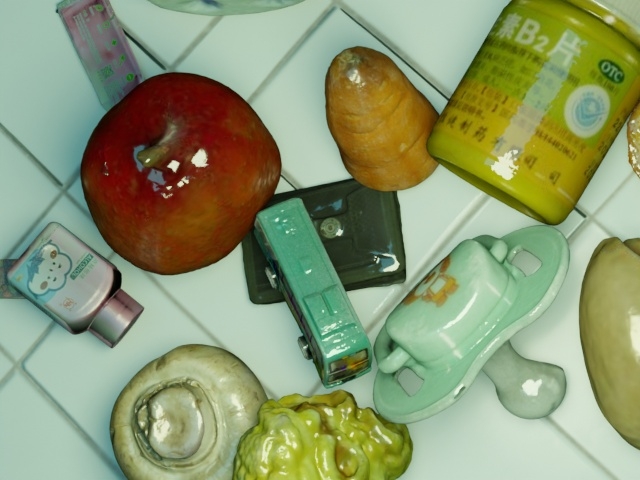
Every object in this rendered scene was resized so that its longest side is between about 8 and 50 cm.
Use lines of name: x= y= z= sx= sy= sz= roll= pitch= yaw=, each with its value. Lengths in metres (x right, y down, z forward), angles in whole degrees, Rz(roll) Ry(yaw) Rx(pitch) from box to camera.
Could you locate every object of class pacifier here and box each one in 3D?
pacifier: x=0.227 y=0.139 z=1.803 sx=0.343 sy=0.288 sz=0.269 roll=-42 pitch=111 yaw=3

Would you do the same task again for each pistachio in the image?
pistachio: x=0.429 y=0.137 z=1.767 sx=0.162 sy=0.181 sz=0.293 roll=-7 pitch=85 yaw=-25

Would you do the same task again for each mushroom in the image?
mushroom: x=-0.185 y=0.274 z=1.880 sx=0.254 sy=0.184 sz=0.255 roll=-1 pitch=83 yaw=4

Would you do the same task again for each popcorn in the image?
popcorn: x=-0.013 y=0.309 z=1.776 sx=0.225 sy=0.173 sz=0.286 roll=49 pitch=53 yaw=-15

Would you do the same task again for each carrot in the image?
carrot: x=0.078 y=-0.190 z=1.838 sx=0.159 sy=0.225 sz=0.159 roll=-7 pitch=61 yaw=13

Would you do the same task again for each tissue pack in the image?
tissue pack: x=-0.462 y=0.059 z=2.039 sx=0.083 sy=0.035 sz=0.063 roll=0 pitch=84 yaw=15

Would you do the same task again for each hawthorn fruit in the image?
hawthorn fruit: x=-0.197 y=-0.107 z=1.868 sx=0.295 sy=0.311 sz=0.295 roll=7 pitch=56 yaw=-10

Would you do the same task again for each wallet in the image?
wallet: x=0.000 y=0.000 z=1.936 sx=0.245 sy=0.052 sz=0.169 roll=-11 pitch=78 yaw=14

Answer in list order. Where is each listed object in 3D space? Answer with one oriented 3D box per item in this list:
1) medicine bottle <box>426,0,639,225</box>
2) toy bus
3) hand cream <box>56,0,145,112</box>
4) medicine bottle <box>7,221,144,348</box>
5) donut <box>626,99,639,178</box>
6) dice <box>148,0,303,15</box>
medicine bottle: x=0.328 y=-0.232 z=1.794 sx=0.224 sy=0.224 sz=0.384 roll=32 pitch=91 yaw=14
toy bus: x=-0.012 y=0.071 z=1.837 sx=0.091 sy=0.109 sz=0.262 roll=-23 pitch=68 yaw=-11
hand cream: x=-0.326 y=-0.271 z=2.043 sx=0.079 sy=0.050 sz=0.275 roll=-21 pitch=73 yaw=-16
medicine bottle: x=-0.359 y=0.073 z=1.971 sx=0.188 sy=0.094 sz=0.119 roll=38 pitch=76 yaw=0
donut: x=0.514 y=-0.132 z=1.818 sx=0.190 sy=0.074 sz=0.174 roll=-11 pitch=80 yaw=7
dice: x=-0.141 y=-0.485 z=1.906 sx=0.262 sy=0.264 sz=0.268 roll=-2 pitch=85 yaw=13
